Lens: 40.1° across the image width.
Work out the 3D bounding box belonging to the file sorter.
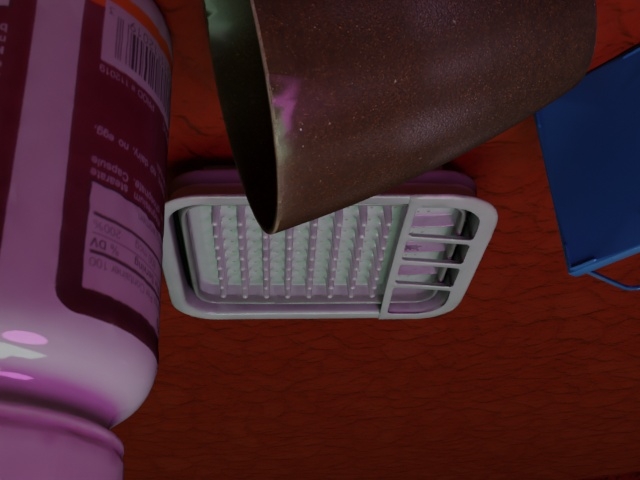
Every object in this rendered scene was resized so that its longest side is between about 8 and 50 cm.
[{"bbox_3d":[0.273,-0.056,0.751,0.105,0.170,0.118,20,145,-39],"label":"file sorter"}]

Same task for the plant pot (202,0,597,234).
[{"bbox_3d":[0.054,-0.131,0.585,0.231,0.215,0.215,-12,153,-12],"label":"plant pot"}]

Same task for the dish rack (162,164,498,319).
[{"bbox_3d":[0.000,0.000,0.936,0.333,0.072,0.285,-1,153,-3],"label":"dish rack"}]

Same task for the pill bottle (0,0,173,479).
[{"bbox_3d":[-0.218,0.008,0.593,0.224,0.392,0.224,-2,152,-1],"label":"pill bottle"}]
